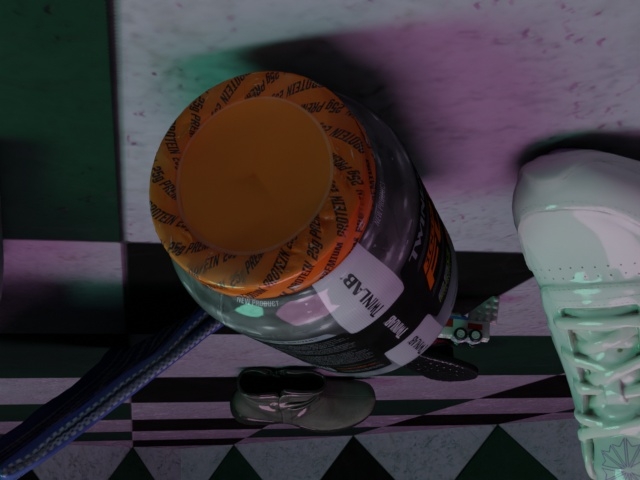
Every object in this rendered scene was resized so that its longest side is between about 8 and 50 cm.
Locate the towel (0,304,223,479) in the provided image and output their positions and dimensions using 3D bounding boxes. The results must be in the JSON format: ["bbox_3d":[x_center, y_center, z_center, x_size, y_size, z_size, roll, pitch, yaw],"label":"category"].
[{"bbox_3d":[-0.237,0.156,0.812,0.243,0.040,0.336,-38,-176,-34],"label":"towel"}]

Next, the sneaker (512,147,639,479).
[{"bbox_3d":[0.202,0.076,0.498,0.114,0.152,0.305,-9,131,42],"label":"sneaker"}]

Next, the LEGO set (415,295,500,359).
[{"bbox_3d":[0.048,0.071,0.806,0.244,0.060,0.182,22,157,-39],"label":"LEGO set"}]

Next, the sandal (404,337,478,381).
[{"bbox_3d":[0.123,0.133,1.011,0.179,0.040,0.067,23,148,-25],"label":"sandal"}]

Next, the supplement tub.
[{"bbox_3d":[0.000,0.000,0.410,0.117,0.117,0.190,-7,163,15],"label":"supplement tub"}]

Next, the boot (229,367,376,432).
[{"bbox_3d":[-0.014,0.239,1.268,0.246,0.083,0.161,1,157,-15],"label":"boot"}]

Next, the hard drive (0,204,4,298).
[{"bbox_3d":[-0.347,-0.011,0.460,0.318,0.040,0.210,4,162,-19],"label":"hard drive"}]
